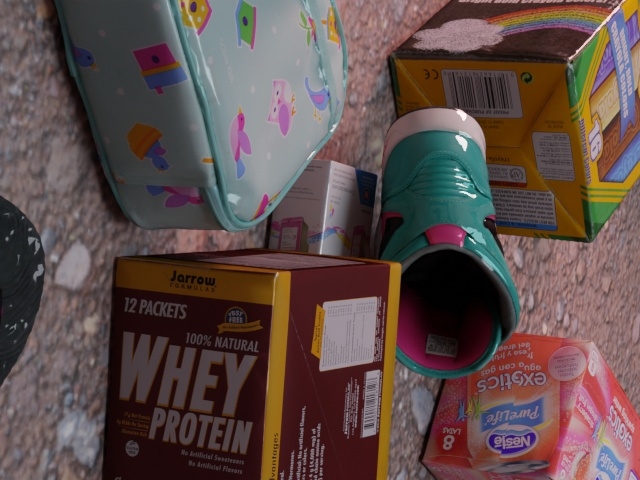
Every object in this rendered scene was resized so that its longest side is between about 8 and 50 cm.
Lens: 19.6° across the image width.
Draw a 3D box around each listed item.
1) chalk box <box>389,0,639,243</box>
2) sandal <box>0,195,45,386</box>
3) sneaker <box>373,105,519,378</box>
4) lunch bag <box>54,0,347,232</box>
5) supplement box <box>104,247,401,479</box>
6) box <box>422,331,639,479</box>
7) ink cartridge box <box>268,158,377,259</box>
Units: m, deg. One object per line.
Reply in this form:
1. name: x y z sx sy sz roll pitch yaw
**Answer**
1. chalk box: 0.213 -0.145 1.726 0.289 0.180 0.179 -44 131 -49
2. sandal: -0.265 0.055 0.948 0.446 0.107 0.167 -8 102 -61
3. sneaker: 0.102 0.050 1.532 0.295 0.124 0.178 81 9 -52
4. lunch bag: -0.074 -0.164 1.265 0.224 0.108 0.279 -49 136 -47
5. supplement box: -0.046 0.107 1.340 0.194 0.129 0.191 -2 97 -62
6. box: 0.230 0.223 1.857 0.300 0.142 0.154 51 51 -52
7. ink cartridge box: 0.000 0.000 1.489 0.088 0.052 0.122 12 85 -62
